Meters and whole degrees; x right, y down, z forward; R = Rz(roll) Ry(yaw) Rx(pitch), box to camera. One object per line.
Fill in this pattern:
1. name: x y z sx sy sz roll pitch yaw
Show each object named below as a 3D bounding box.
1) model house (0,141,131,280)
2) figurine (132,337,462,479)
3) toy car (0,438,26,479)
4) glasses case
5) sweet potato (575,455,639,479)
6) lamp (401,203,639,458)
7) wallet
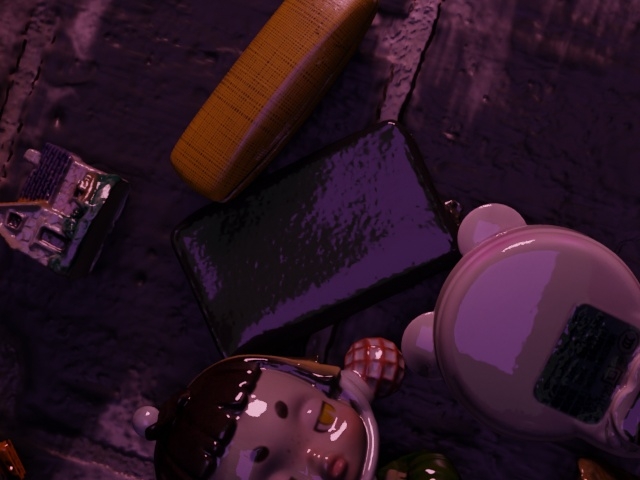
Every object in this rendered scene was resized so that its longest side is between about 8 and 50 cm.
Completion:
1. model house: -0.235 -0.031 1.107 0.100 0.088 0.101 28 92 4
2. figurine: 0.015 0.219 1.056 0.370 0.167 0.281 28 61 -5
3. toy car: -0.408 0.251 1.123 0.301 0.118 0.193 -21 109 3
4. glasses case: -0.038 -0.136 1.089 0.079 0.064 0.234 40 95 21
5. sweet potato: 0.251 0.364 1.010 0.157 0.158 0.370 6 79 6
6. lamp: 0.203 0.087 1.050 0.246 0.108 0.179 28 99 3
7. wallet: 0.000 0.000 1.105 0.250 0.044 0.149 -27 85 8
